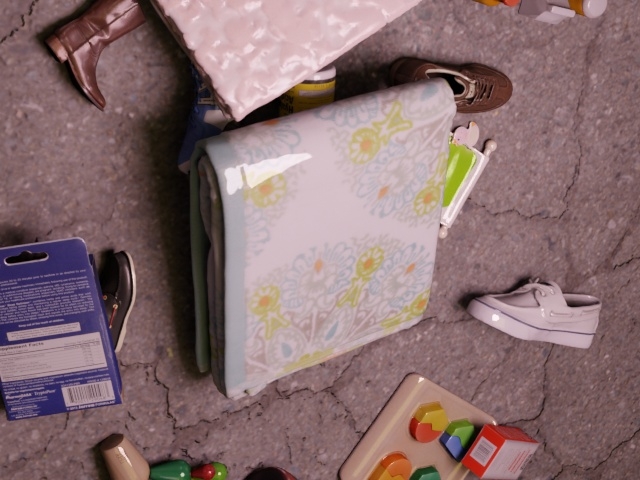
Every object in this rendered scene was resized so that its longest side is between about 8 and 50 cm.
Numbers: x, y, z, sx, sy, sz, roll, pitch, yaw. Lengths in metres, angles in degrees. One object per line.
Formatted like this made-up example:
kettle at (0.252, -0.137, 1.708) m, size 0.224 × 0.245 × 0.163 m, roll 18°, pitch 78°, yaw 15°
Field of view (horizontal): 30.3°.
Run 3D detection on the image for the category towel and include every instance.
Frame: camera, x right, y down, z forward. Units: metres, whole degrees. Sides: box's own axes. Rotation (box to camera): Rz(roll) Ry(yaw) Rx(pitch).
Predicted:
towel at (0.000, 0.000, 1.420) m, size 0.320 × 0.090 × 0.375 m, roll -21°, pitch 134°, yaw -27°
towel at (-0.053, -0.341, 1.246) m, size 0.317 × 0.053 × 0.332 m, roll -35°, pitch 110°, yaw -10°

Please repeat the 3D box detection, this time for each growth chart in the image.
growth chart at (0.117, -0.093, 1.533) m, size 0.237 × 0.021 × 0.172 m, roll 15°, pitch 103°, yaw -36°

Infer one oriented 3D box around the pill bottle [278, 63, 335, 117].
pill bottle at (-0.017, -0.151, 1.397) m, size 0.065 × 0.065 × 0.116 m, roll -10°, pitch 116°, yaw -27°

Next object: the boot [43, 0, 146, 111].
boot at (-0.223, -0.209, 1.268) m, size 0.114 × 0.037 × 0.106 m, roll -42°, pitch 129°, yaw -13°

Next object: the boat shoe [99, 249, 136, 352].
boat shoe at (-0.246, 0.074, 1.378) m, size 0.042 × 0.049 × 0.133 m, roll -2°, pitch 118°, yaw -39°

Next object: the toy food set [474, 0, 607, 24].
toy food set at (0.291, -0.325, 1.471) m, size 0.232 × 0.104 × 0.111 m, roll 6°, pitch 109°, yaw -33°

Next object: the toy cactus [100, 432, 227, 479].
toy cactus at (-0.224, 0.328, 1.492) m, size 0.219 × 0.112 × 0.181 m, roll -28°, pitch 115°, yaw -7°

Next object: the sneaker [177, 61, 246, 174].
sneaker at (-0.116, -0.175, 1.330) m, size 0.081 × 0.080 × 0.211 m, roll 24°, pitch 95°, yaw -22°

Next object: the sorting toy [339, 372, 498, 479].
sorting toy at (0.152, 0.311, 1.735) m, size 0.208 × 0.038 × 0.193 m, roll 33°, pitch 93°, yaw -37°

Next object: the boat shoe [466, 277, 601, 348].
boat shoe at (0.311, 0.095, 1.704) m, size 0.258 × 0.095 × 0.084 m, roll 11°, pitch 103°, yaw -45°

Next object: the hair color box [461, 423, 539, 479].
hair color box at (0.272, 0.319, 1.778) m, size 0.072 × 0.043 × 0.141 m, roll -58°, pitch 147°, yaw 7°

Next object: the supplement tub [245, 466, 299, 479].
supplement tub at (-0.027, 0.398, 1.630) m, size 0.106 × 0.106 × 0.198 m, roll -47°, pitch 128°, yaw -3°

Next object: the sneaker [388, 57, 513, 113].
sneaker at (0.177, -0.187, 1.491) m, size 0.188 × 0.071 × 0.066 m, roll 1°, pitch 111°, yaw -31°

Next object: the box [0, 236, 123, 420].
box at (-0.308, 0.095, 1.332) m, size 0.136 × 0.036 × 0.225 m, roll -8°, pitch 120°, yaw -3°
